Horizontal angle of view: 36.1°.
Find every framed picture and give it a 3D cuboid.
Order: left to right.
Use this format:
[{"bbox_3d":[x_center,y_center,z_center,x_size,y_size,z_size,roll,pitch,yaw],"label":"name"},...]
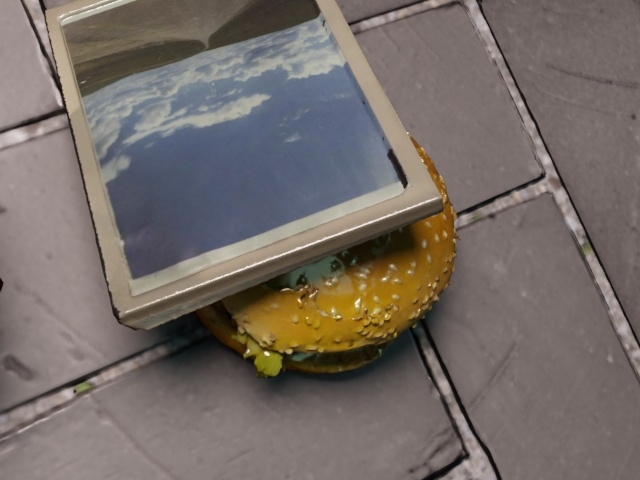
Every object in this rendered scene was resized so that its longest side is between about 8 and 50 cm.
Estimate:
[{"bbox_3d":[-0.060,-0.082,0.599,0.189,0.023,0.260,-20,56,-3],"label":"framed picture"}]

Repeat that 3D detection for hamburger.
[{"bbox_3d":[0.007,-0.005,0.645,0.191,0.118,0.181,-2,80,-25],"label":"hamburger"}]

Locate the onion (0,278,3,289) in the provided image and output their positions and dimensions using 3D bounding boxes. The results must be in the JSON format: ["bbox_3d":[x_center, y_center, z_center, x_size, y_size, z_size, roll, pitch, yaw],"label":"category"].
[{"bbox_3d":[-0.311,0.009,0.454,0.314,0.232,0.313,5,74,-19],"label":"onion"}]
